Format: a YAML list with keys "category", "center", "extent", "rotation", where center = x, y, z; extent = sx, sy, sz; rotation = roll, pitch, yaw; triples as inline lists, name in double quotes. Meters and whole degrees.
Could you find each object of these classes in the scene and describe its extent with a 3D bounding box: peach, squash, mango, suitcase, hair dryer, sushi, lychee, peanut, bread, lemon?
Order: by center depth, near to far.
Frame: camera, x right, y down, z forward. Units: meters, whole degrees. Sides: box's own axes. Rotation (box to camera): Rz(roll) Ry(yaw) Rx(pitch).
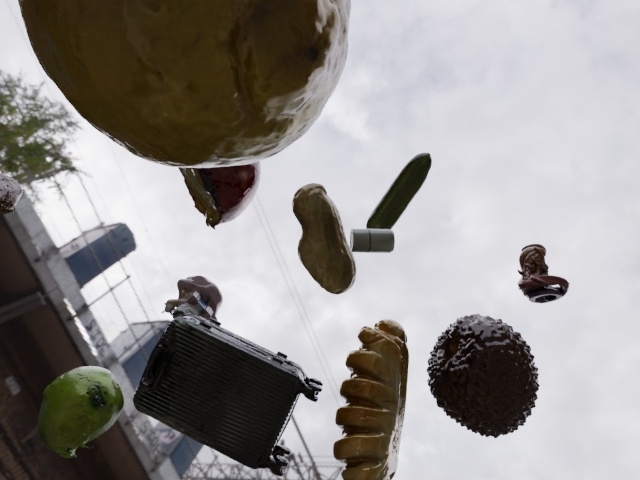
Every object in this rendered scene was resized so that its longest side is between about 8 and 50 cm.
- category: "lemon"
  center: [-0.124, -0.202, 0.490]
  extent: [0.316, 0.285, 0.285]
  rotation: [9, -54, 61]
- category: "sushi"
  center: [-0.459, -0.063, 0.737]
  extent: [0.061, 0.118, 0.060]
  rotation: [43, -85, 16]
- category: "mango"
  center: [-0.343, 0.235, 0.753]
  extent: [0.100, 0.119, 0.178]
  rotation: [52, -32, -6]
- category: "suitcase"
  center: [-0.170, 0.278, 0.986]
  extent: [0.312, 0.128, 0.202]
  rotation: [25, -94, 3]
- category: "bread"
  center: [0.099, 0.303, 1.014]
  extent: [0.121, 0.311, 0.173]
  rotation: [2, -27, 20]
- category: "hair dryer"
  center: [0.094, -0.002, 1.070]
  extent: [0.082, 0.137, 0.047]
  rotation: [1, -87, -6]
- category: "lychee"
  center: [0.385, 0.318, 1.244]
  extent: [0.268, 0.267, 0.267]
  rotation: [9, -62, 17]
- category: "squash"
  center: [0.183, -0.099, 1.268]
  extent: [0.069, 0.069, 0.258]
  rotation: [36, -90, 1]
- category: "peanut"
  center: [0.000, 0.000, 1.473]
  extent: [0.148, 0.147, 0.318]
  rotation: [-17, -87, 27]
- category: "peach"
  center: [-0.266, -0.179, 1.476]
  extent: [0.257, 0.201, 0.361]
  rotation: [51, -21, 18]

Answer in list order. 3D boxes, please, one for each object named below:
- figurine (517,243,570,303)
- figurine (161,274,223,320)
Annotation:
- category: "figurine"
  center: [0.547, 0.086, 1.352]
  extent: [0.114, 0.126, 0.157]
  rotation: [-23, -109, -2]
- category: "figurine"
  center: [-0.296, 0.150, 1.267]
  extent: [0.137, 0.229, 0.112]
  rotation: [44, -80, -6]
